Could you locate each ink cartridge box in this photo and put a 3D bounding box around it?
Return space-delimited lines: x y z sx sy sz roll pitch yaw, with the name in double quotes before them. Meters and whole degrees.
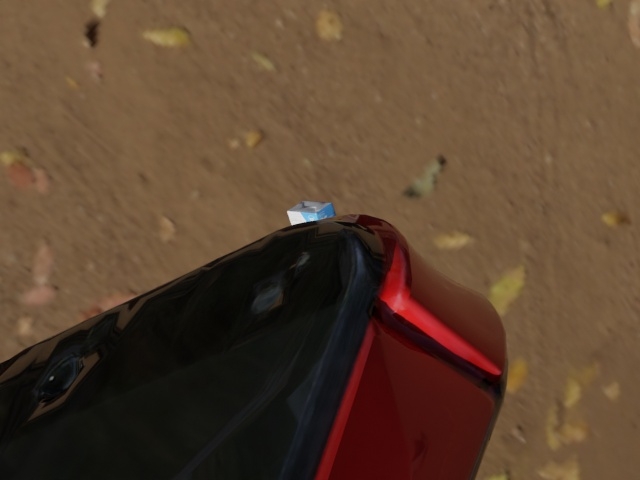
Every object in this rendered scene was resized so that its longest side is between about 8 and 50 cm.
"ink cartridge box" 0.000 0.000 1.883 0.048 0.083 0.028 6 32 47

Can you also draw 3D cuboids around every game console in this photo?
"game console" -0.132 0.163 0.478 0.386 0.060 0.342 -25 30 38
